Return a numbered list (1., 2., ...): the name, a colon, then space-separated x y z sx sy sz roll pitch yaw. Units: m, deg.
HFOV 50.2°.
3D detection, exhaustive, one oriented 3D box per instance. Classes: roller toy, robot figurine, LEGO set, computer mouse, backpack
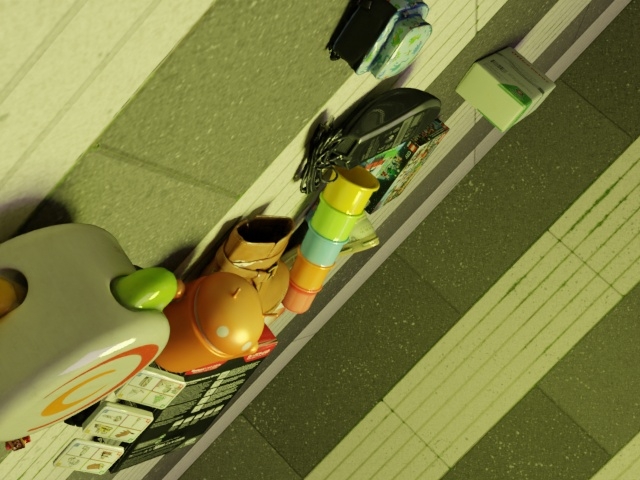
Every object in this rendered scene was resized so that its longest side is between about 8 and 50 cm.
1. roller toy: -0.256 0.080 0.636 0.209 0.146 0.191 -25 164 -42
2. robot figurine: -0.176 0.120 1.008 0.220 0.158 0.128 -21 -176 28
3. LEGO set: -0.311 0.187 0.807 0.182 0.060 0.244 -48 135 13
4. computer mouse: 0.078 -0.188 1.123 0.272 0.072 0.188 -27 164 -22
5. backpack: 0.085 -0.257 0.845 0.114 0.084 0.105 -38 169 -46

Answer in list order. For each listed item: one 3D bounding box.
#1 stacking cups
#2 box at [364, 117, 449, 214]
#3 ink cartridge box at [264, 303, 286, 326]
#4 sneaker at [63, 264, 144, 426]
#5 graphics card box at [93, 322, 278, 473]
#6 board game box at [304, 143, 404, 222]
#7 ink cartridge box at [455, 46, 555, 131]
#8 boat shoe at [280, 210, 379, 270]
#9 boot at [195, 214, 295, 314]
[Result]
1. stacking cups: 0.000 0.000 1.307 0.096 0.096 0.316 -29 152 -56
2. box: 0.198 -0.176 1.632 0.159 0.044 0.233 -33 163 -47
3. ink cartridge box: -0.103 0.145 1.680 0.145 0.045 0.179 -42 171 -22
4. sneaker: -0.273 0.109 0.875 0.283 0.107 0.124 -53 -174 34
5. graphics card box: -0.275 0.307 1.382 0.233 0.094 0.371 -6 140 -51
6. board game box: 0.071 -0.124 1.373 0.211 0.039 0.160 -51 168 29
7. ink cartridge box: 0.431 -0.353 1.578 0.208 0.153 0.087 -33 163 -46
8. boat shoe: 0.001 0.031 1.421 0.105 0.089 0.285 -29 175 -47
9. boot: -0.107 0.033 1.178 0.283 0.109 0.220 -18 147 -52
